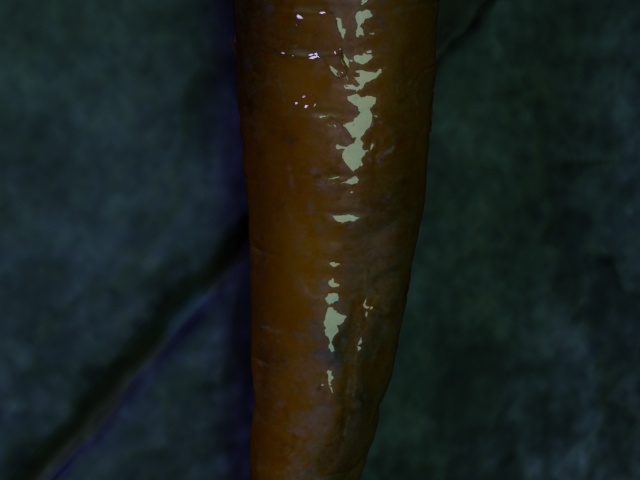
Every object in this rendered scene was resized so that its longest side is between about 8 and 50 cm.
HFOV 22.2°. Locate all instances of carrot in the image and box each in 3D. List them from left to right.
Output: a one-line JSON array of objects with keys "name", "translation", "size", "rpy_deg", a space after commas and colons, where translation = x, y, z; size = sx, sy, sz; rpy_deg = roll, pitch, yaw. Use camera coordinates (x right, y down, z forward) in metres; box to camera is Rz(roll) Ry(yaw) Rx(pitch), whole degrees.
[{"name": "carrot", "translation": [0.000, 0.000, 0.455], "size": [0.061, 0.061, 0.209], "rpy_deg": [-4, 103, -28]}]
